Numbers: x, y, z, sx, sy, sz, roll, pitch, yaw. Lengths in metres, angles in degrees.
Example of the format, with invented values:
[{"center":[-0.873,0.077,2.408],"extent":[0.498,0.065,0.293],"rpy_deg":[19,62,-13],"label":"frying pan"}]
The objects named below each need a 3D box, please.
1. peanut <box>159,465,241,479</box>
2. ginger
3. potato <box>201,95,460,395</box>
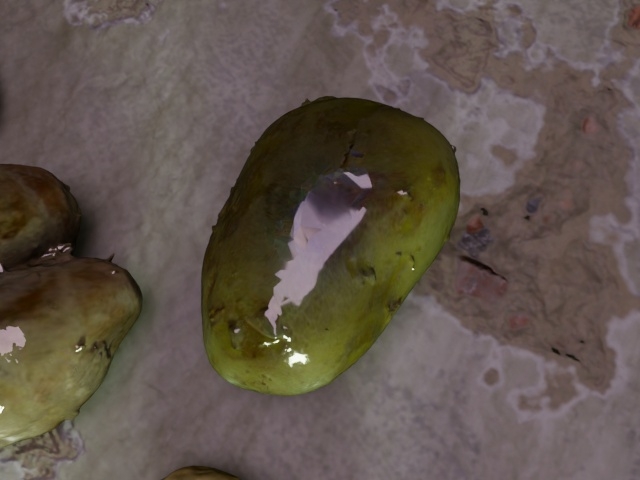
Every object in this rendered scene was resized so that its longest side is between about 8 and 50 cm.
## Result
[{"center":[-0.055,0.288,0.573],"extent":[0.237,0.120,0.110],"rpy_deg":[26,41,13],"label":"peanut"},{"center":[-0.318,0.040,0.634],"extent":[0.245,0.155,0.304],"rpy_deg":[-29,70,3],"label":"ginger"},{"center":[0.000,0.000,0.610],"extent":[0.210,0.173,0.307],"rpy_deg":[28,77,6],"label":"potato"}]
